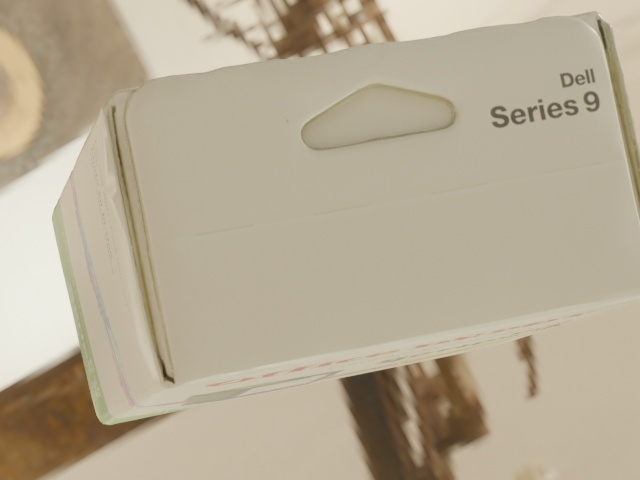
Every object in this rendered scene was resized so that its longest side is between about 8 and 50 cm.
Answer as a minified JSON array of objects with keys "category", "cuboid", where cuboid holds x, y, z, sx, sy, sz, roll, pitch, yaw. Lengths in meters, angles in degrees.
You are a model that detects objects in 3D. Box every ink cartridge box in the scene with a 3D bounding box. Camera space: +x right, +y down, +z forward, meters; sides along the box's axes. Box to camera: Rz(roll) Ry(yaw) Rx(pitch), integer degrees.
[{"category":"ink cartridge box","cuboid":[0.000,0.000,0.653,0.154,0.093,0.212,-11,173,-13]}]
